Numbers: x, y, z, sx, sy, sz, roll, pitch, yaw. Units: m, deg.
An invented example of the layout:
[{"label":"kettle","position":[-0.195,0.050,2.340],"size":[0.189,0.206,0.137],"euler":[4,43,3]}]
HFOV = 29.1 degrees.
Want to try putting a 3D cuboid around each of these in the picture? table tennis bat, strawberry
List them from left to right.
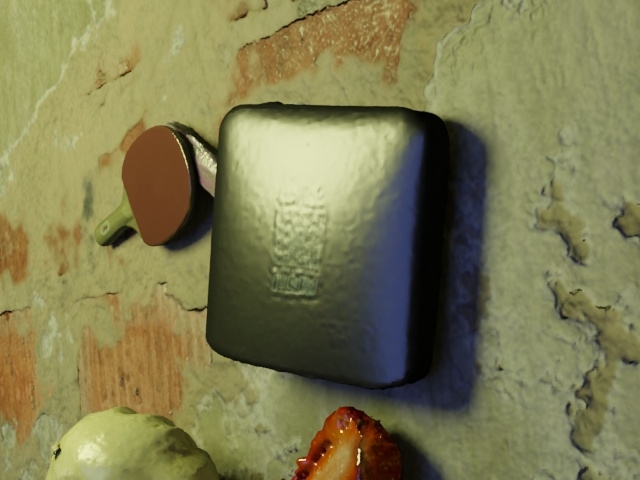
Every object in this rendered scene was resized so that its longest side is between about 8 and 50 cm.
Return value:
[{"label":"table tennis bat","position":[-0.222,-0.052,1.548],"size":[0.246,0.022,0.138],"euler":[-34,70,48]},{"label":"strawberry","position":[0.024,0.251,1.276],"size":[0.188,0.082,0.121],"euler":[-49,36,45]}]

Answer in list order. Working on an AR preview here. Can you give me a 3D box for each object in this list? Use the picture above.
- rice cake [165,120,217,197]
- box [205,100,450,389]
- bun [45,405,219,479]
[{"label":"rice cake","position":[-0.129,-0.080,1.463],"size":[0.207,0.036,0.047],"euler":[44,109,38]},{"label":"box","position":[0.000,0.000,1.286],"size":[0.290,0.073,0.289],"euler":[5,92,40]},{"label":"bun","position":[-0.198,0.307,1.429],"size":[0.259,0.160,0.259],"euler":[23,132,28]}]
